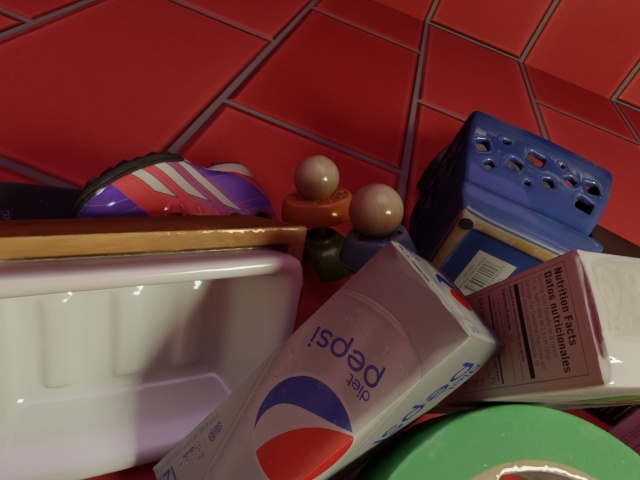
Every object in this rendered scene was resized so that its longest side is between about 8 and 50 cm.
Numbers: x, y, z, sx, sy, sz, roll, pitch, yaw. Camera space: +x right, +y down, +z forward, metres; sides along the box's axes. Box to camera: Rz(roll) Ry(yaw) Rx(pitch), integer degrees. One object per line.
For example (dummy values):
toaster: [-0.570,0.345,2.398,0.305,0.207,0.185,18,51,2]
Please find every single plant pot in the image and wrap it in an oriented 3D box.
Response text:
plant pot: [0.267,-0.015,0.761,0.235,0.236,0.212,26,46,3]

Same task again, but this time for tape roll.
tape roll: [0.153,0.291,0.370,0.320,0.077,0.322,5,67,-13]

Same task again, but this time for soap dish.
soap dish: [-0.170,0.084,0.443,0.290,0.229,0.118,-3,29,-28]

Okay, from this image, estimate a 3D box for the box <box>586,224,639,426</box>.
box: [0.413,0.117,0.721,0.166,0.169,0.203,29,40,8]

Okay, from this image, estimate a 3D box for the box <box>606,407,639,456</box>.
box: [0.429,0.333,0.525,0.213,0.117,0.243,28,38,5]

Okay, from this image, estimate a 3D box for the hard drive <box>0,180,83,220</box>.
hard drive: [-0.295,0.008,0.557,0.254,0.054,0.172,3,42,-41]

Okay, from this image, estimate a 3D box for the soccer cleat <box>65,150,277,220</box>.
soccer cleat: [-0.151,-0.032,0.612,0.116,0.108,0.318,49,21,10]

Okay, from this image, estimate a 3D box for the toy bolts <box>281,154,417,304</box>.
toy bolts: [0.000,0.000,0.600,0.218,0.159,0.228,-25,32,-37]

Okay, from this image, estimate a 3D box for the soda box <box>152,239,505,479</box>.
soda box: [0.000,0.136,0.400,0.098,0.286,0.091,25,25,-55]

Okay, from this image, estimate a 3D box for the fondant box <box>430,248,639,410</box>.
fondant box: [0.222,0.116,0.499,0.238,0.330,0.096,6,68,-20]

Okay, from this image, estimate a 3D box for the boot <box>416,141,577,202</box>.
boot: [0.368,-0.100,0.998,0.337,0.118,0.223,-18,59,-34]
